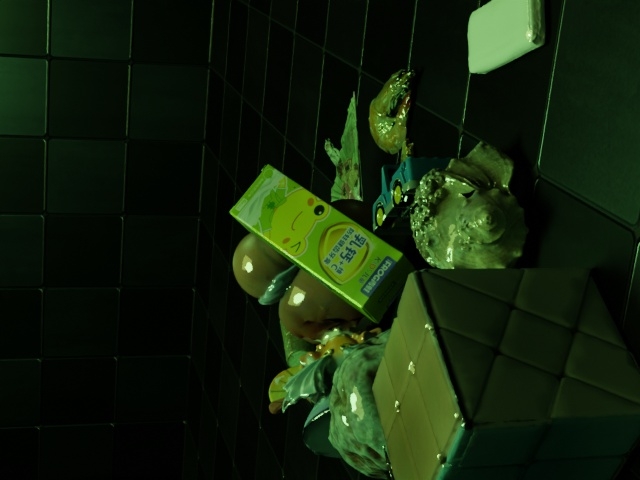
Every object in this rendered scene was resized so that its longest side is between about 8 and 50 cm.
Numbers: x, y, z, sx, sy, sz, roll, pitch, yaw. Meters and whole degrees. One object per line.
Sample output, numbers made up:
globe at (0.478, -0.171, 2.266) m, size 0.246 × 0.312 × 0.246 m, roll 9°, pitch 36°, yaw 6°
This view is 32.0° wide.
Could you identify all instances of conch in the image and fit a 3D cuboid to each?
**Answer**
conch at (0.203, -0.034, 1.509) m, size 0.178 × 0.163 × 0.245 m, roll -58°, pitch -4°, yaw -6°

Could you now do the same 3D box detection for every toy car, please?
toy car at (0.145, -0.078, 1.704) m, size 0.191 × 0.097 × 0.100 m, roll 125°, pitch 142°, yaw -61°

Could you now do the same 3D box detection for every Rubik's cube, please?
Rubik's cube at (0.206, 0.183, 1.272) m, size 0.221 × 0.231 × 0.225 m, roll -105°, pitch 20°, yaw -43°

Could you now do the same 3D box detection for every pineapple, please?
pineapple at (0.143, -0.127, 1.849) m, size 0.045 × 0.019 × 0.083 m, roll -143°, pitch 58°, yaw -73°

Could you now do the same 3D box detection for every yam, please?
yam at (-0.050, 0.209, 2.404) m, size 0.070 × 0.069 × 0.146 m, roll 114°, pitch 150°, yaw -53°

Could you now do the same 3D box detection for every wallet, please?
wallet at (0.245, -0.282, 1.489) m, size 0.190 × 0.033 × 0.095 m, roll 169°, pitch 103°, yaw -73°

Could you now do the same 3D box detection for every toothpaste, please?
toothpaste at (0.000, 0.000, 1.821) m, size 0.327 × 0.110 × 0.077 m, roll 35°, pitch 172°, yaw 32°

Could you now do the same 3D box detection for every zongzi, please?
zongzi at (0.131, 0.003, 1.840) m, size 0.104 × 0.052 × 0.113 m, roll 158°, pitch 102°, yaw -75°

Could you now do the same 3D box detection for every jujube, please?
jujube at (0.119, 0.231, 1.567) m, size 0.317 × 0.226 × 0.226 m, roll 98°, pitch 168°, yaw -73°

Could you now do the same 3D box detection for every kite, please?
kite at (0.044, -0.129, 2.196) m, size 0.268 × 0.013 × 0.323 m, roll -112°, pitch 28°, yaw -51°

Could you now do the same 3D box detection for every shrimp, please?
shrimp at (0.128, -0.222, 1.878) m, size 0.101 × 0.042 × 0.190 m, roll 58°, pitch 149°, yaw 24°

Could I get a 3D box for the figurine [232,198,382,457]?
figurine at (0.013, 0.148, 1.908) m, size 0.248 × 0.276 × 0.388 m, roll 58°, pitch -162°, yaw -49°
